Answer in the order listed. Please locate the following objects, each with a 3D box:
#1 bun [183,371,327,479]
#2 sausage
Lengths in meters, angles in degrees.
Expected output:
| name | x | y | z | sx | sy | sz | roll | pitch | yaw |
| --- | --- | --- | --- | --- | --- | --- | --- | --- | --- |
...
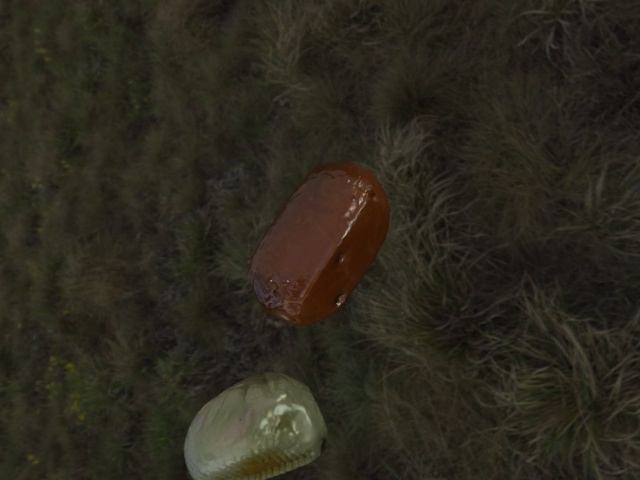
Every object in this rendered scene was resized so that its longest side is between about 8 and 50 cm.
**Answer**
| name | x | y | z | sx | sy | sz | roll | pitch | yaw |
| --- | --- | --- | --- | --- | --- | --- | --- | --- | --- |
| bun | -0.097 | 0.297 | 0.925 | 0.244 | 0.243 | 0.153 | -40 | 50 | 37 |
| sausage | 0.001 | 0.000 | 0.877 | 0.141 | 0.153 | 0.268 | 27 | 80 | 41 |
